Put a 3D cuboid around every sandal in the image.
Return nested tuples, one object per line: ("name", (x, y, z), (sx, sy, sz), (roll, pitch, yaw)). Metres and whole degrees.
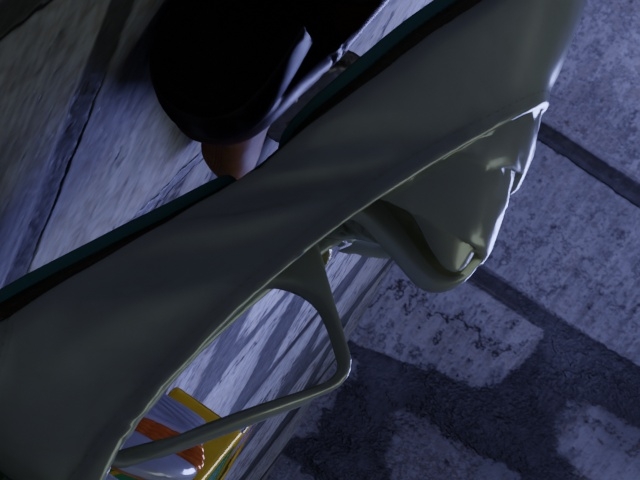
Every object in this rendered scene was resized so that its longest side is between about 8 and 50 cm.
("sandal", (-0.140, 0.165, 1.378), (0.076, 0.102, 0.265), (-59, 176, 3))

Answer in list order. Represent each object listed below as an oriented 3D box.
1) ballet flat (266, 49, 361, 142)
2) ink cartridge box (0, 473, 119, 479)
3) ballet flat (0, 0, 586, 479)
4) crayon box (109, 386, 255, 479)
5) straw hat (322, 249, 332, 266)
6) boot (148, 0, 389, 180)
("ballet flat", (0.000, -0.103, 1.311), (0.084, 0.058, 0.250), (-21, 170, 6))
("ink cartridge box", (-0.132, 0.230, 0.941), (0.117, 0.278, 0.201), (-50, 171, -48))
("ballet flat", (0.000, 0.000, 0.912), (0.400, 0.139, 0.139), (-35, 170, -10))
("crayon box", (-0.187, 0.275, 1.676), (0.323, 0.083, 0.203), (-47, 170, -51))
("straw hat", (-0.025, 0.002, 1.389), (0.144, 0.061, 0.144), (-35, 172, -6))
("boot", (0.019, -0.145, 1.018), (0.264, 0.096, 0.280), (-56, 175, -1))
